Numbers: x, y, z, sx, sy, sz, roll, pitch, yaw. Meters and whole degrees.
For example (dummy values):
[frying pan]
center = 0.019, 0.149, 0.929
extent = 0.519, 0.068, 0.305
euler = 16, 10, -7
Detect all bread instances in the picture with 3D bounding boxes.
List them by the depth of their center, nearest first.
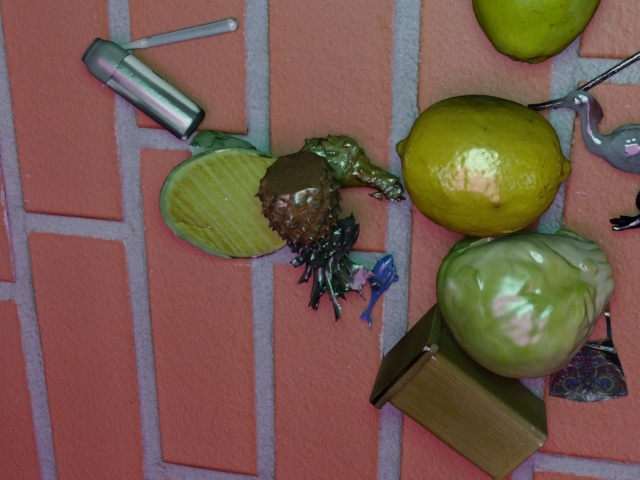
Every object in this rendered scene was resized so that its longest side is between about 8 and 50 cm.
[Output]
[bread]
center = -0.162, -0.076, 1.699
extent = 0.302, 0.045, 0.301
euler = -2, 137, -2

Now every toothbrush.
[toothbrush]
center = -0.318, -0.386, 1.694
extent = 0.342, 0.025, 0.030
euler = -10, 114, 19

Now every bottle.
[bottle]
center = -0.347, -0.295, 1.700
extent = 0.254, 0.096, 0.079
euler = 36, 71, -9

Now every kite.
[kite]
center = 0.515, 0.193, 1.693
extent = 0.152, 0.015, 0.285
euler = -4, 109, 16

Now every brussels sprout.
[brussels sprout]
center = 0.369, 0.114, 1.593
extent = 0.317, 0.242, 0.273
euler = 3, 86, 10

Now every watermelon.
[watermelon]
center = -0.220, -0.152, 1.720
extent = 0.121, 0.098, 0.158
euler = 46, 127, 3

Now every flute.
[flute]
center = 0.523, -0.303, 1.505
extent = 0.270, 0.014, 0.014
euler = -32, 99, 23

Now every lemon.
[lemon]
center = 0.281, -0.129, 1.509
extent = 0.284, 0.260, 0.260
euler = 12, 115, -13

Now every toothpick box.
[toothpick box]
center = 0.281, 0.309, 1.716
extent = 0.308, 0.190, 0.187
euler = 38, 113, -5

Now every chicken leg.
[chicken leg]
center = 0.062, -0.140, 1.652
extent = 0.228, 0.088, 0.103
euler = 19, 101, 11

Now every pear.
[pear]
center = 0.351, -0.421, 1.403
extent = 0.212, 0.212, 0.269
euler = 10, 107, 12

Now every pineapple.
[pineapple]
center = 0.001, -0.003, 1.645
extent = 0.166, 0.165, 0.364
euler = -8, 135, 18

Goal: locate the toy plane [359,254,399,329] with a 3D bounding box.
[toy plane]
center = 0.117, 0.101, 1.752
extent = 0.062, 0.054, 0.167
euler = 13, 115, -18

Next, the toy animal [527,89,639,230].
[toy animal]
center = 0.535, -0.157, 1.514
extent = 0.195, 0.090, 0.324
euler = -34, 101, 23
